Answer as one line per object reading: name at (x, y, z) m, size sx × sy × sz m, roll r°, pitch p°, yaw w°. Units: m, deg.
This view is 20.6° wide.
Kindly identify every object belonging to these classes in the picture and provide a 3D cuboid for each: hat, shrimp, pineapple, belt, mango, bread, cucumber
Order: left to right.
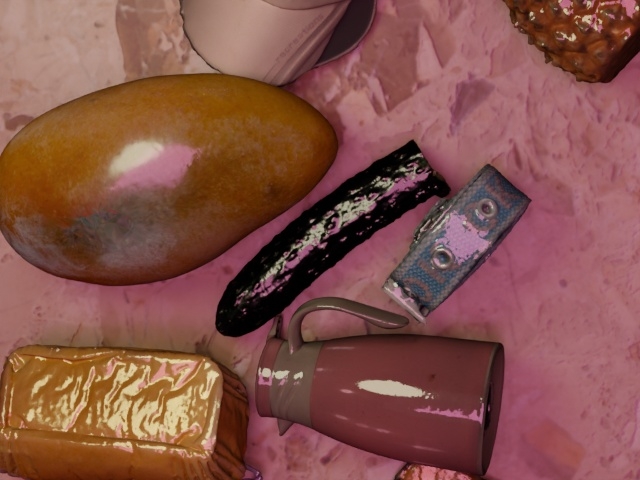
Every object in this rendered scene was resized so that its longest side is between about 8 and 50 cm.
bread at (-0.224, 0.197, 1.939) m, size 0.288 × 0.119 × 0.152 m, roll 3°, pitch 70°, yaw 11°
mango at (-0.170, -0.067, 1.885) m, size 0.384 × 0.199 × 0.221 m, roll -11°, pitch 111°, yaw 4°
hat at (-0.047, -0.303, 1.879) m, size 0.232 × 0.161 × 0.275 m, roll 30°, pitch 102°, yaw 6°
cucumber at (0.000, 0.000, 1.941) m, size 0.303 × 0.072 × 0.081 m, roll -35°, pitch 77°, yaw 7°
belt at (0.147, -0.005, 1.898) m, size 0.082 × 0.147 × 0.163 m, roll 40°, pitch 69°, yaw 3°
shrimp at (0.158, 0.334, 1.977) m, size 0.195 × 0.035 × 0.148 m, roll 28°, pitch 95°, yaw 9°
pineapple at (0.212, -0.319, 1.865) m, size 0.340 × 0.169 × 0.169 m, roll 40°, pitch 97°, yaw 7°

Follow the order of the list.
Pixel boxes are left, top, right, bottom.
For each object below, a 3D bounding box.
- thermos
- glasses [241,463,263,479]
thermos at (0.061, 0.153, 1.919) m, size 0.265 × 0.146 × 0.176 m, roll 9°, pitch 111°, yaw 12°
glasses at (-0.146, 0.252, 2.003) m, size 0.140 × 0.062 × 0.104 m, roll -23°, pitch 71°, yaw 7°
